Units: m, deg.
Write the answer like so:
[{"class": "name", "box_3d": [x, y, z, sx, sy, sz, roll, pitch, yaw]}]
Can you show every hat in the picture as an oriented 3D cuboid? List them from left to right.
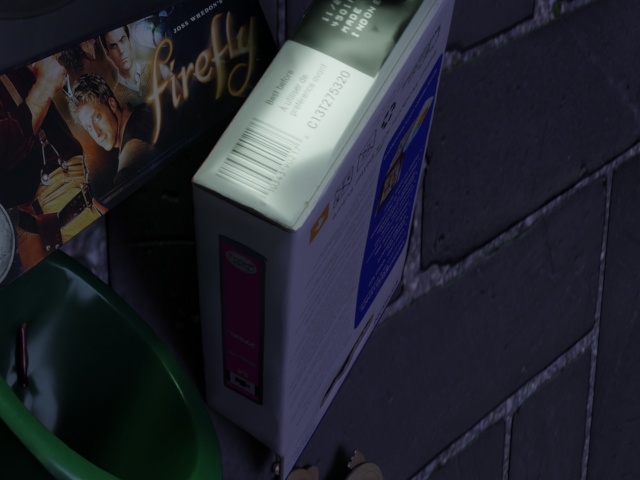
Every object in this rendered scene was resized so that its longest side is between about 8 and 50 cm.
[{"class": "hat", "box_3d": [-0.165, 0.125, 0.822, 0.183, 0.208, 0.173, -41, -170, 19]}]

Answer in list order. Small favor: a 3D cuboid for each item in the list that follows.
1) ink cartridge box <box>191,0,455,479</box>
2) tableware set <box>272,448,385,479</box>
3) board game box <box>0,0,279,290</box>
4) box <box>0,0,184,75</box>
[{"class": "ink cartridge box", "box_3d": [0.000, 0.000, 0.958, 0.176, 0.069, 0.371, -58, 166, -24]}, {"class": "tableware set", "box_3d": [-0.011, 0.223, 1.152, 0.141, 0.020, 0.169, 19, 88, -57]}, {"class": "board game box", "box_3d": [-0.126, -0.094, 0.756, 0.243, 0.042, 0.165, -42, 119, -42]}, {"class": "box", "box_3d": [-0.232, -0.154, 0.429, 0.395, 0.097, 0.318, -29, 111, -37]}]
